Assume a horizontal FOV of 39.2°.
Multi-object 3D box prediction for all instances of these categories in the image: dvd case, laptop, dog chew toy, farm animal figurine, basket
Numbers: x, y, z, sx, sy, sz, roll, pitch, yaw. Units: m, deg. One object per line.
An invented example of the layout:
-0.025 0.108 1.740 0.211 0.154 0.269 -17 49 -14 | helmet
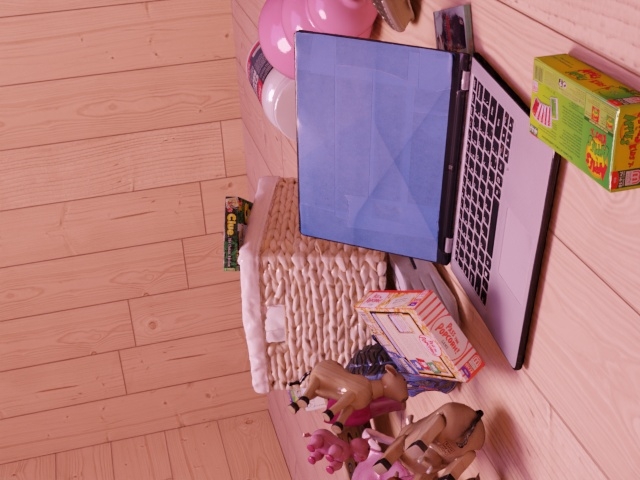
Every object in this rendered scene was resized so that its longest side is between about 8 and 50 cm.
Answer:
0.196 -0.300 1.328 0.119 0.013 0.087 -141 43 -74 | dvd case
0.127 -0.062 1.303 0.408 0.237 0.381 -114 18 -50 | laptop
0.006 -0.421 1.706 0.332 0.207 0.206 169 92 -70 | dog chew toy
0.141 0.322 1.466 0.327 0.172 0.330 -17 109 47 | farm animal figurine
-0.002 0.078 1.771 0.331 0.267 0.328 -85 -7 -59 | basket

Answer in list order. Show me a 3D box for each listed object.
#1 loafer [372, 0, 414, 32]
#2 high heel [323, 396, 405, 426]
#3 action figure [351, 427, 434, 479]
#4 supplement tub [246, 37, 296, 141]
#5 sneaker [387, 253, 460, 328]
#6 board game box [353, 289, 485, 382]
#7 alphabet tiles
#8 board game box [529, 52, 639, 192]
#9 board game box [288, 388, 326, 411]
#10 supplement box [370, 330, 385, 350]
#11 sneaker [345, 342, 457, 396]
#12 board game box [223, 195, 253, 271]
0.110 -0.463 1.433 0.102 0.092 0.268 -116 5 -58 | loafer
0.050 0.282 2.063 0.377 0.181 0.127 -124 27 -63 | high heel
0.187 0.499 1.717 0.370 0.248 0.275 112 173 -70 | action figure
-0.052 -0.352 2.018 0.272 0.191 0.191 -116 20 -54 | supplement tub
0.184 0.101 1.567 0.091 0.094 0.258 66 -171 -53 | sneaker
0.149 0.146 1.397 0.146 0.045 0.193 54 158 -14 | board game box
0.075 0.437 2.117 0.285 0.011 0.342 7 -114 -72 | alphabet tiles
0.286 -0.131 0.966 0.181 0.043 0.092 -120 23 -59 | board game box
-0.009 0.383 2.510 0.275 0.144 0.142 152 108 -78 | board game box
0.129 0.153 1.569 0.083 0.056 0.083 44 -162 -28 | supplement box
0.143 0.241 1.604 0.083 0.221 0.087 -58 -44 -43 | sneaker
-0.149 -0.009 1.715 0.260 0.030 0.136 7 -99 -86 | board game box
